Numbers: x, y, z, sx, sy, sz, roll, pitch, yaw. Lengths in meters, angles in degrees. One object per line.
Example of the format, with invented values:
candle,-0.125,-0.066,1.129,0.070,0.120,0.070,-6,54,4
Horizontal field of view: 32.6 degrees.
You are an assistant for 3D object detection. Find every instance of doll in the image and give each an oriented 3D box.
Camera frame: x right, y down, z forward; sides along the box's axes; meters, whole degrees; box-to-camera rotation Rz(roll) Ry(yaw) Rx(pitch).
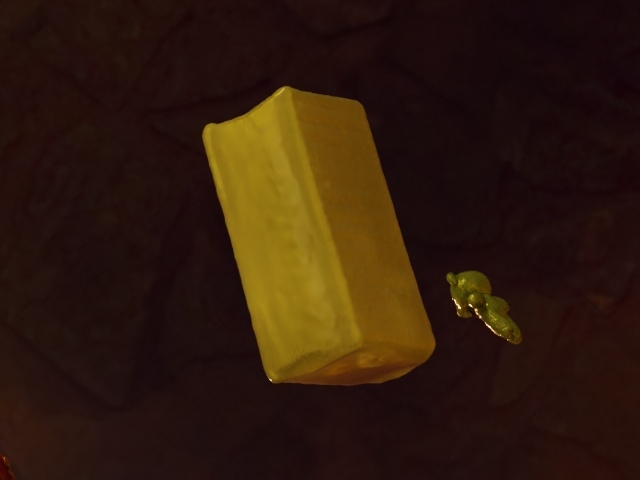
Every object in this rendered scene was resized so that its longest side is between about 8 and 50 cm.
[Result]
doll,0.262,0.111,1.767,0.115,0.077,0.150,13,30,-49

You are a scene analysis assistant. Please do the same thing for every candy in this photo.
candy,0.003,-0.001,1.346,0.208,0.145,0.358,6,65,-57

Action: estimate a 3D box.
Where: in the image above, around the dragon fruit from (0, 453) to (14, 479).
dragon fruit,-0.477,0.336,1.409,0.172,0.172,0.209,44,-2,-8
